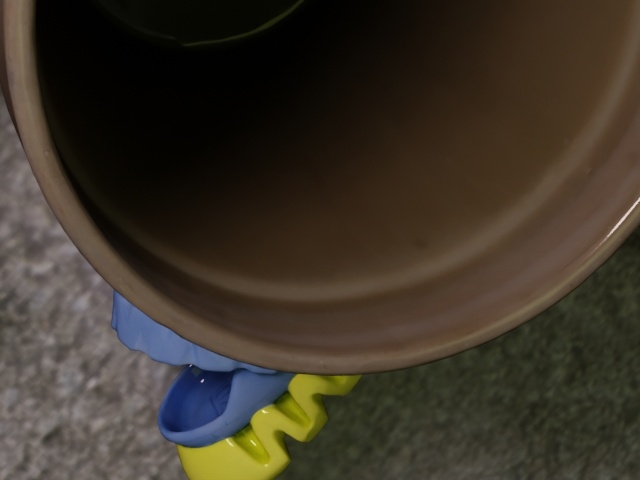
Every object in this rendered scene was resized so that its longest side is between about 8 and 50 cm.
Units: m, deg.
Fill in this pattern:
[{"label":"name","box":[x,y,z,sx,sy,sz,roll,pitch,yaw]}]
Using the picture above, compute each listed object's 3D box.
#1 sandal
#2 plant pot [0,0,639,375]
[{"label":"sandal","box":[0.000,0.000,0.952,0.138,0.126,0.317,41,91,-27]},{"label":"plant pot","box":[-0.016,-0.140,0.786,0.323,0.280,0.323,-9,116,-20]}]
